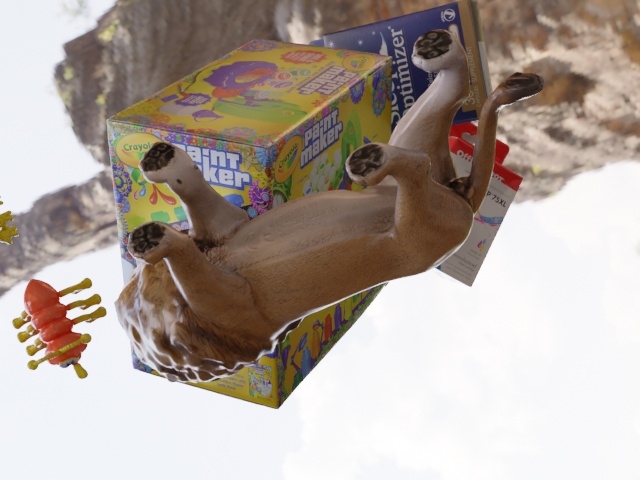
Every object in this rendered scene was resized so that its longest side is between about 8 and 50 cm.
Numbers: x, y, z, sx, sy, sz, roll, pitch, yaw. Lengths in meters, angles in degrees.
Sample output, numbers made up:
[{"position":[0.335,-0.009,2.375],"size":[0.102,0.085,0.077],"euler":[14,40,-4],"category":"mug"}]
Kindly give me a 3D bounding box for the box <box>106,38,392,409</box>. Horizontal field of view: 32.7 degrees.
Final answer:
[{"position":[-0.056,-0.032,1.141],"size":[0.290,0.177,0.279],"euler":[-43,-41,-54],"category":"box"}]

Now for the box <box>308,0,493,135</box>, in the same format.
[{"position":[0.086,-0.191,1.284],"size":[0.036,0.225,0.136],"euler":[-18,-82,-61],"category":"box"}]

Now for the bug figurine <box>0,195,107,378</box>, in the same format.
[{"position":[-0.356,0.085,1.025],"size":[0.216,0.279,0.072],"euler":[58,179,4],"category":"bug figurine"}]

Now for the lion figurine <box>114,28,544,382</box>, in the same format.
[{"position":[0.000,0.000,0.853],"size":[0.240,0.392,0.142],"euler":[58,-158,-51],"category":"lion figurine"}]

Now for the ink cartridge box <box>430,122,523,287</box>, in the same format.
[{"position":[0.205,-0.064,1.618],"size":[0.134,0.078,0.231],"euler":[27,-94,-23],"category":"ink cartridge box"}]
